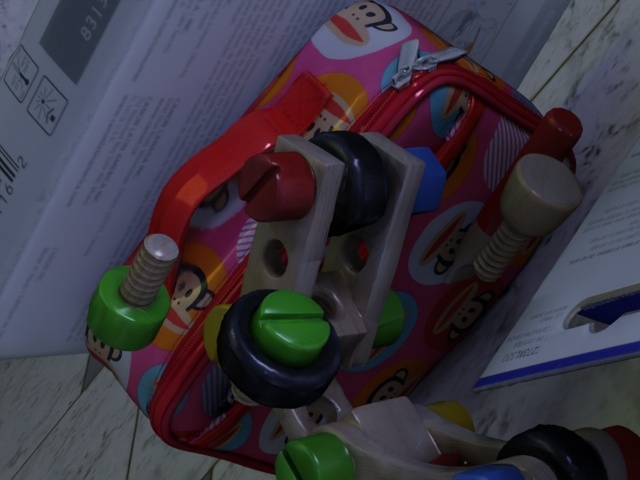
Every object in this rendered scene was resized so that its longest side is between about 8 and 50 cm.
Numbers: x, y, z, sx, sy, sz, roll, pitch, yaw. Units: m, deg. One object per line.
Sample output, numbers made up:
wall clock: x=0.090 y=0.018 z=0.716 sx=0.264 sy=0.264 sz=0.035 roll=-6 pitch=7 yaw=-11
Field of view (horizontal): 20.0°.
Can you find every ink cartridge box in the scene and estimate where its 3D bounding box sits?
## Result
ink cartridge box: x=0.223 y=-0.064 z=0.832 sx=0.371 sy=0.069 sz=0.176 roll=-51 pitch=13 yaw=-26
ink cartridge box: x=-0.039 y=-0.074 z=1.160 sx=0.091 sy=0.385 sz=0.308 roll=45 pitch=118 yaw=29

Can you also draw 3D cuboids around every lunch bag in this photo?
lunch bag: x=0.000 y=0.000 z=1.105 sx=0.293 sy=0.258 sz=0.120 roll=-51 pitch=55 yaw=9

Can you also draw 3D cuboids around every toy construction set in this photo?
toy construction set: x=0.036 y=0.083 z=0.974 sx=0.309 sy=0.257 sz=0.237 roll=-43 pitch=-12 yaw=-48
